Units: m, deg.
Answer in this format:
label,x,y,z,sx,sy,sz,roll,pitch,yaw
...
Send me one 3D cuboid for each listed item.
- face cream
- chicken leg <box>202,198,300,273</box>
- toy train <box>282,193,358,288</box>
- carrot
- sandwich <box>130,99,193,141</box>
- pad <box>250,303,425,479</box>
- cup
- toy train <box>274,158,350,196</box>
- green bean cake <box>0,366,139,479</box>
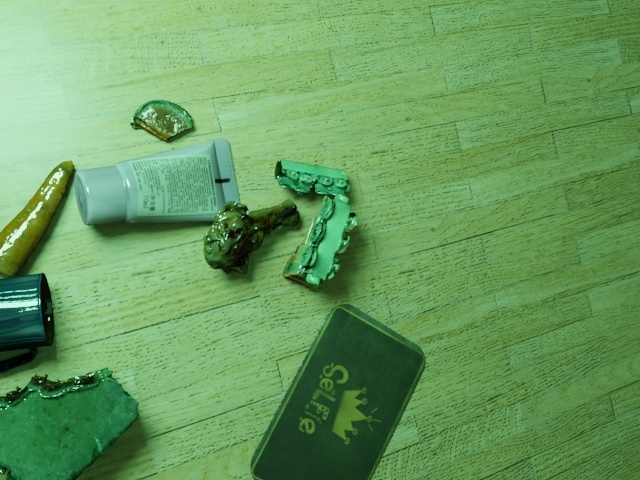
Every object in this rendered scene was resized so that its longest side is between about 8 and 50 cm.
label,x,y,z,sx,sy,sz,roll,pitch,yaw
face cream,-0.268,-0.091,0.972,0.274,0.096,0.154,-11,89,-32
chicken leg,-0.128,-0.022,1.009,0.196,0.080,0.125,-47,133,-22
toy train,0.000,0.000,1.044,0.074,0.118,0.176,25,76,-22
carrot,-0.460,-0.043,0.914,0.061,0.061,0.209,33,74,-15
sandwich,-0.275,-0.214,0.999,0.101,0.026,0.069,21,80,-18
pad,0.026,0.313,1.063,0.315,0.063,0.375,31,77,-15
cup,-0.489,0.131,0.862,0.138,0.113,0.150,-6,88,-18
toy train,-0.016,-0.115,1.066,0.148,0.071,0.038,8,124,-19
green bean cake,-0.416,0.267,0.886,0.208,0.107,0.193,-42,98,-17
